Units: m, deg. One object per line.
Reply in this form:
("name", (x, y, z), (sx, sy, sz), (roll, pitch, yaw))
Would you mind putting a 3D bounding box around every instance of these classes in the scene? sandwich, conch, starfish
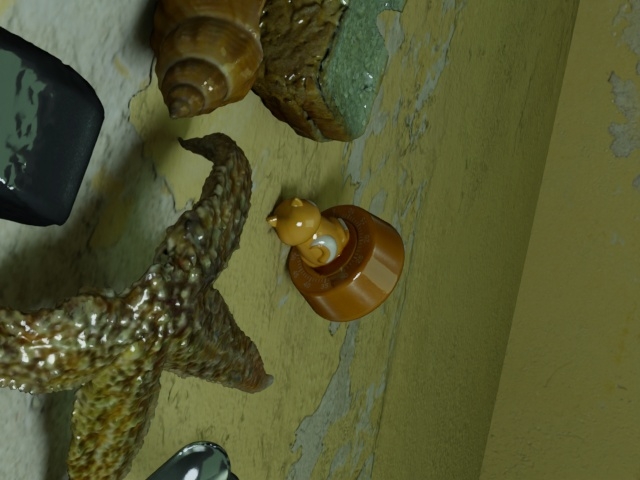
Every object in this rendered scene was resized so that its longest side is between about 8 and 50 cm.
("sandwich", (0.018, -0.241, 1.358), (0.249, 0.095, 0.273), (42, 64, -73))
("conch", (-0.084, -0.202, 1.130), (0.330, 0.093, 0.109), (-82, -179, -46))
("starfish", (-0.159, 0.068, 1.082), (0.398, 0.132, 0.384), (-53, 157, -40))

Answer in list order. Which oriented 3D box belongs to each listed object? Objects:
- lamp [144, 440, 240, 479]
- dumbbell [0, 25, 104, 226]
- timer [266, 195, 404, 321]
("lamp", (-0.142, 0.296, 1.260), (0.203, 0.124, 0.283), (-31, 167, -7))
("dumbbell", (-0.249, 0.044, 0.658), (0.204, 0.204, 0.322), (38, 69, -70))
("timer", (0.000, 0.000, 1.509), (0.152, 0.132, 0.132), (41, 64, -43))
